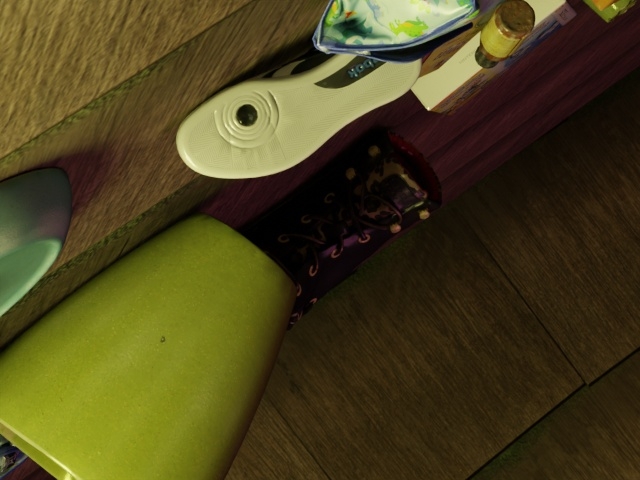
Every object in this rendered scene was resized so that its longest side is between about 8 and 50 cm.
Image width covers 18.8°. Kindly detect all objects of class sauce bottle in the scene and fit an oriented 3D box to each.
[{"bbox_3d":[0.177,-0.200,1.907,0.042,0.042,0.128,-36,176,-16],"label":"sauce bottle"}]

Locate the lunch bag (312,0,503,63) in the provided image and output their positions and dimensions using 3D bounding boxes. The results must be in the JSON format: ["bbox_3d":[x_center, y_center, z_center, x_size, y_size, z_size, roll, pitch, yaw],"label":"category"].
[{"bbox_3d":[0.079,-0.199,1.522,0.151,0.096,0.129,-22,-172,38],"label":"lunch bag"}]

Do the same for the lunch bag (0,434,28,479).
[{"bbox_3d":[-0.419,0.256,2.122,0.219,0.090,0.176,-37,177,9],"label":"lunch bag"}]

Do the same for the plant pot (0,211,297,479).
[{"bbox_3d":[-0.165,0.124,1.949,0.293,0.275,0.275,-53,178,-12],"label":"plant pot"}]

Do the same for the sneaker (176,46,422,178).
[{"bbox_3d":[-0.025,-0.111,1.625,0.217,0.079,0.121,-24,-171,-11],"label":"sneaker"}]

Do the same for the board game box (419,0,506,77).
[{"bbox_3d":[0.101,-0.203,1.845,0.165,0.042,0.243,-41,174,32],"label":"board game box"}]

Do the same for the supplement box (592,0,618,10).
[{"bbox_3d":[0.357,-0.342,2.133,0.080,0.078,0.233,-35,173,-21],"label":"supplement box"}]

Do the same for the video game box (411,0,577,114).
[{"bbox_3d":[0.208,-0.228,2.294,0.205,0.048,0.187,-39,172,11],"label":"video game box"}]

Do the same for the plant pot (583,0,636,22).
[{"bbox_3d":[0.338,-0.305,2.311,0.083,0.079,0.083,-37,175,-4],"label":"plant pot"}]

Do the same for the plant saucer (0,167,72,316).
[{"bbox_3d":[-0.306,0.059,1.440,0.317,0.044,0.317,-36,175,-4],"label":"plant saucer"}]

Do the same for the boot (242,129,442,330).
[{"bbox_3d":[0.000,0.000,2.379,0.284,0.138,0.377,-38,178,14],"label":"boot"}]
